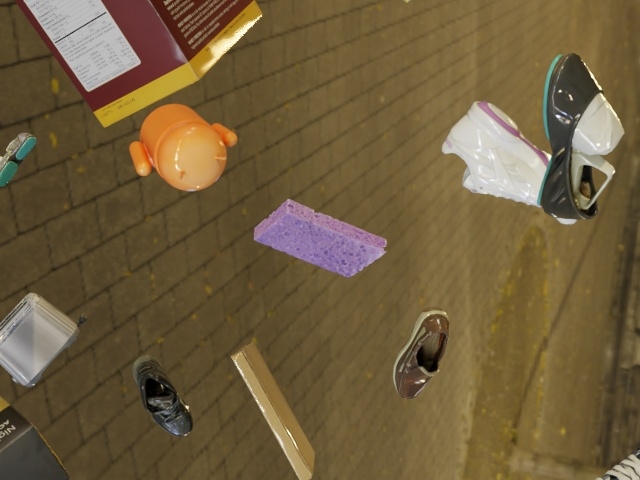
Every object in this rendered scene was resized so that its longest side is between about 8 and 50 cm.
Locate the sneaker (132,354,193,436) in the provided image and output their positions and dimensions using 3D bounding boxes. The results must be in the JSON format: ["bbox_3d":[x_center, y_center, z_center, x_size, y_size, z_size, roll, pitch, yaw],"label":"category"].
[{"bbox_3d":[-0.355,0.382,1.931,0.227,0.087,0.130,69,-9,-26],"label":"sneaker"}]

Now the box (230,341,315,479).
[{"bbox_3d":[-0.065,0.245,1.234,0.201,0.021,0.164,60,-1,3],"label":"box"}]

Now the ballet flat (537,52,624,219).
[{"bbox_3d":[0.352,-0.129,1.129,0.095,0.096,0.280,-49,148,-24],"label":"ballet flat"}]

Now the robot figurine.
[{"bbox_3d":[-0.246,-0.164,1.498,0.158,0.219,0.128,17,105,-35],"label":"robot figurine"}]

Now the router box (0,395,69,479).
[{"bbox_3d":[-0.446,0.275,0.860,0.309,0.243,0.081,-39,121,-28],"label":"router box"}]

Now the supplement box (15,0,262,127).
[{"bbox_3d":[-0.187,-0.257,0.852,0.194,0.129,0.191,58,31,-22],"label":"supplement box"}]

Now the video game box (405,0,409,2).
[{"bbox_3d":[0.194,-0.526,1.513,0.187,0.205,0.048,9,55,-59],"label":"video game box"}]

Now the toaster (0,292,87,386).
[{"bbox_3d":[-0.692,0.229,2.038,0.146,0.129,0.227,45,81,-21],"label":"toaster"}]

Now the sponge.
[{"bbox_3d":[0.000,0.000,1.504,0.210,0.117,0.031,22,53,-26],"label":"sponge"}]

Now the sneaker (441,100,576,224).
[{"bbox_3d":[0.367,-0.128,1.630,0.152,0.305,0.114,-45,-172,24],"label":"sneaker"}]

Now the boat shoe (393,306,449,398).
[{"bbox_3d":[0.231,0.278,1.934,0.095,0.095,0.257,-104,-158,-55],"label":"boat shoe"}]

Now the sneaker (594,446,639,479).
[{"bbox_3d":[0.359,0.313,1.038,0.153,0.099,0.282,40,87,-20],"label":"sneaker"}]

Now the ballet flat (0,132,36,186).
[{"bbox_3d":[-0.569,-0.151,1.552,0.114,0.041,0.041,-57,153,-9],"label":"ballet flat"}]
